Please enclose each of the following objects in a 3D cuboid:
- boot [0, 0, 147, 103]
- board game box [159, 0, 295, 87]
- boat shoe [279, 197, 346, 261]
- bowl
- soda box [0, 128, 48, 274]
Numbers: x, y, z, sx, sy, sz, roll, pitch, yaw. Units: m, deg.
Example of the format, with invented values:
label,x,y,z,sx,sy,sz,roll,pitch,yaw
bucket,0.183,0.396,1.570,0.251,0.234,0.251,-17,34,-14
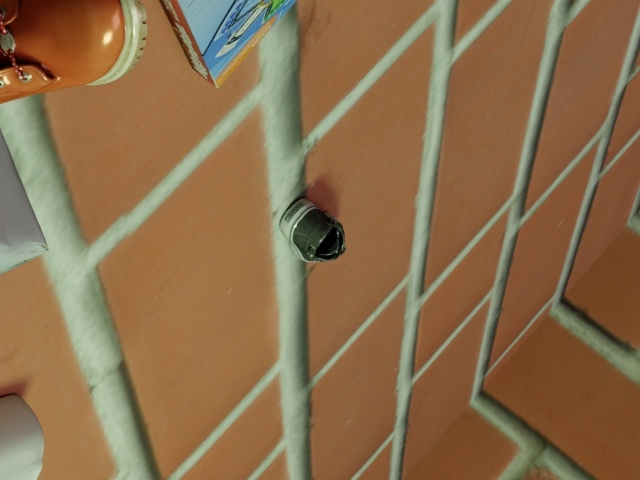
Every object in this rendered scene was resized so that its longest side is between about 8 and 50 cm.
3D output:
label,x,y,z,sx,sy,sz,roll,pitch,yaw
boot,-0.147,-0.088,0.845,0.084,0.059,0.158,-25,-174,-42
board game box,0.007,-0.229,1.118,0.281,0.027,0.145,-49,163,-9
boat shoe,0.000,0.000,1.572,0.049,0.040,0.142,-52,164,0
bowl,-0.253,0.184,1.256,0.142,0.053,0.142,-21,145,-59
soda box,-0.223,0.013,0.745,0.216,0.074,0.069,-24,176,24
